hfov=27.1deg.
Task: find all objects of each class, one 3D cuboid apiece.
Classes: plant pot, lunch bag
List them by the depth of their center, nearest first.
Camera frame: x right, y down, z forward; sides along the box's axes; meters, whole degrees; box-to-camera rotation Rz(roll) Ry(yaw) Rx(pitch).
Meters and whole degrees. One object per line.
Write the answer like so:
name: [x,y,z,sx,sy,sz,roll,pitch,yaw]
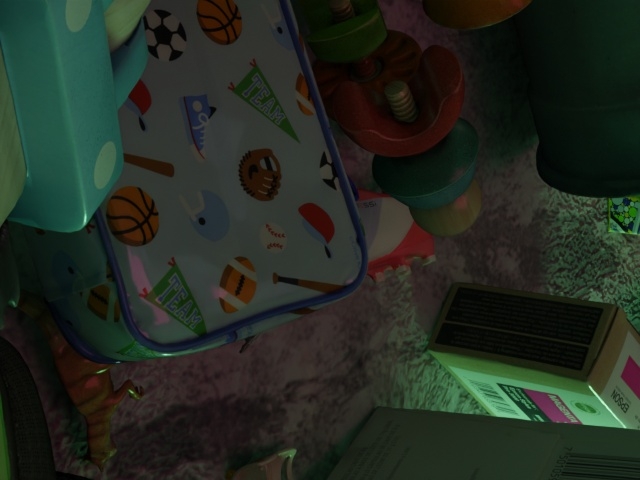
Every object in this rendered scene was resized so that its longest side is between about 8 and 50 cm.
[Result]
lunch bag: [-0.095,-0.064,0.938,0.243,0.115,0.303,-18,91,-39]
plant pot: [0.318,-0.270,1.281,0.341,0.341,0.334,-40,116,-36]

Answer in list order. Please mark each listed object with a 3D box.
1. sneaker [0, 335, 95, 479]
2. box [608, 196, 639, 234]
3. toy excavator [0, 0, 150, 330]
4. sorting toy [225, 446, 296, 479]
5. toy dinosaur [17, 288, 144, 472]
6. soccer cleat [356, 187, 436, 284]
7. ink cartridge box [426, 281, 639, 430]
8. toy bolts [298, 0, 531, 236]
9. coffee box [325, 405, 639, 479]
sneaker: [-0.187,0.237,0.925,0.202,0.185,0.482,-48,139,-40]
box: [0.373,-0.094,1.545,0.054,0.059,0.168,-19,110,-47]
toy excavator: [-0.153,-0.156,0.736,0.222,0.433,0.445,89,20,-48]
sorting toy: [-0.042,0.217,1.160,0.075,0.045,0.083,-22,112,-51]
toy dinosaur: [-0.176,0.082,0.972,0.112,0.064,0.211,-44,126,-32]
soccer cleat: [0.000,0.000,1.154,0.248,0.083,0.095,-11,75,-41]
ink cartridge box: [0.250,0.143,1.351,0.235,0.193,0.088,45,64,-41]
toy bolts: [0.098,-0.119,1.082,0.228,0.218,0.158,-97,165,-45]
coffee box: [0.166,0.384,1.148,0.337,0.338,0.334,-48,130,-47]
